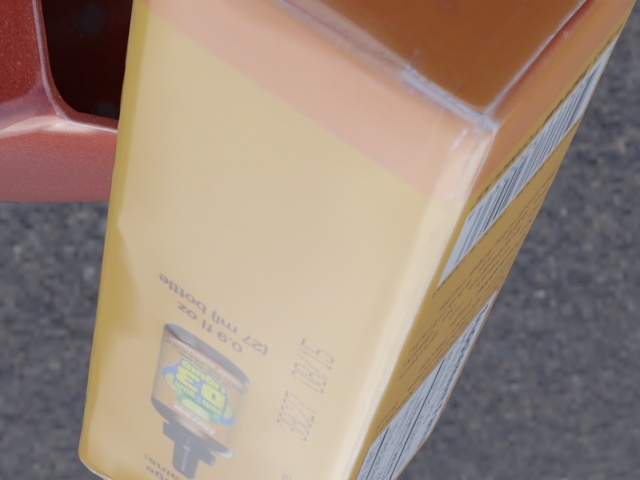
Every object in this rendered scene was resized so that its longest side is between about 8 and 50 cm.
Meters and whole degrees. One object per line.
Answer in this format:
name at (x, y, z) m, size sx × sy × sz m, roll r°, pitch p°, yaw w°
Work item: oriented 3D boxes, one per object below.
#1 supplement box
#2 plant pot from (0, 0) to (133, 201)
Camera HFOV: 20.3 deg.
supplement box at (0.000, 0.000, 0.417) m, size 0.078 × 0.080 × 0.233 m, roll 35°, pitch 146°, yaw 11°
plant pot at (-0.172, -0.145, 0.979) m, size 0.236 × 0.267 × 0.267 m, roll -16°, pitch 168°, yaw 29°
